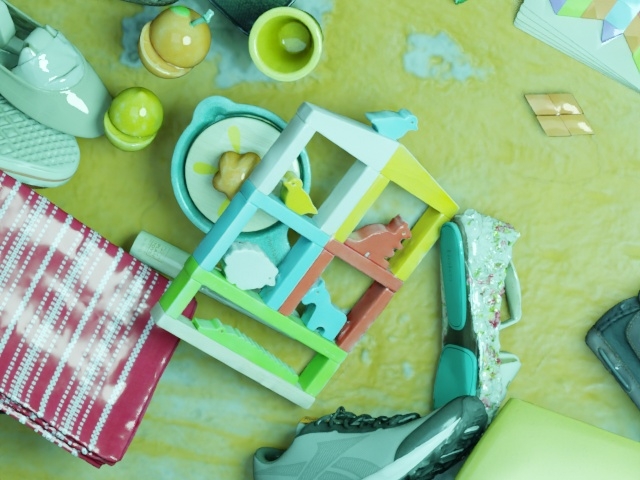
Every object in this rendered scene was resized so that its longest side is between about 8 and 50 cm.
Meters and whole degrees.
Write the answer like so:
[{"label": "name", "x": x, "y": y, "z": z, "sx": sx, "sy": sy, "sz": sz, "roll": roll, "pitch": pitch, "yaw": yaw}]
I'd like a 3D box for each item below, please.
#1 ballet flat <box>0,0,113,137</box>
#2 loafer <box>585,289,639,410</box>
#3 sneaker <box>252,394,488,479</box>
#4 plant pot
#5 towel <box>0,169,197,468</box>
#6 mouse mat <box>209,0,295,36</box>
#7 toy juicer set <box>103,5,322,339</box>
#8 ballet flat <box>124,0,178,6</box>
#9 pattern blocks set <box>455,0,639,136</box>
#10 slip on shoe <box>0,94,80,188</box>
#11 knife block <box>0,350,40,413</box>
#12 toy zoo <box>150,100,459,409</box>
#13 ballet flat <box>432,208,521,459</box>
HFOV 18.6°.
[{"label": "ballet flat", "x": -0.299, "y": -0.191, "z": 1.892, "sx": 0.248, "sy": 0.086, "sz": 0.086, "roll": 35, "pitch": 98, "yaw": 6}, {"label": "loafer", "x": 0.353, "y": 0.186, "z": 1.805, "sx": 0.095, "sy": 0.109, "sz": 0.302, "roll": -32, "pitch": 80, "yaw": 19}, {"label": "sneaker", "x": 0.036, "y": 0.198, "z": 1.826, "sx": 0.271, "sy": 0.100, "sz": 0.108, "roll": -29, "pitch": 77, "yaw": 33}, {"label": "plant pot", "x": 0.211, "y": 0.257, "z": 1.786, "sx": 0.212, "sy": 0.212, "sz": 0.187, "roll": 19, "pitch": 83, "yaw": 8}, {"label": "towel", "x": -0.264, "y": 0.067, "z": 1.841, "sx": 0.275, "sy": 0.031, "sz": 0.199, "roll": 34, "pitch": 67, "yaw": -18}, {"label": "mouse mat", "x": -0.080, "y": -0.307, "z": 1.872, "sx": 0.190, "sy": 0.007, "sz": 0.152, "roll": 43, "pitch": 86, "yaw": 2}, {"label": "toy juicer set", "x": -0.110, "y": -0.067, "z": 1.853, "sx": 0.209, "sy": 0.089, "sz": 0.329, "roll": 7, "pitch": 105, "yaw": 8}, {"label": "ballet flat", "x": -0.249, "y": -0.277, "z": 1.899, "sx": 0.250, "sy": 0.058, "sz": 0.084, "roll": 15, "pitch": 97, "yaw": 8}, {"label": "pattern blocks set", "x": 0.290, "y": -0.221, "z": 1.826, "sx": 0.325, "sy": 0.026, "sz": 0.285, "roll": 21, "pitch": 96, "yaw": 8}, {"label": "slip on shoe", "x": -0.397, "y": -0.105, "z": 1.920, "sx": 0.331, "sy": 0.123, "sz": 0.101, "roll": 11, "pitch": 130, "yaw": 3}, {"label": "knife block", "x": -0.413, "y": 0.115, "z": 1.864, "sx": 0.242, "sy": 0.276, "sz": 0.088, "roll": 7, "pitch": 94, "yaw": 39}, {"label": "toy zoo", "x": 0.000, "y": 0.000, "z": 1.832, "sx": 0.192, "sy": 0.030, "sz": 0.293, "roll": 33, "pitch": 99, "yaw": -30}, {"label": "ballet flat", "x": 0.154, "y": 0.090, "z": 1.842, "sx": 0.077, "sy": 0.091, "sz": 0.241, "roll": -2, "pitch": 99, "yaw": -23}]
